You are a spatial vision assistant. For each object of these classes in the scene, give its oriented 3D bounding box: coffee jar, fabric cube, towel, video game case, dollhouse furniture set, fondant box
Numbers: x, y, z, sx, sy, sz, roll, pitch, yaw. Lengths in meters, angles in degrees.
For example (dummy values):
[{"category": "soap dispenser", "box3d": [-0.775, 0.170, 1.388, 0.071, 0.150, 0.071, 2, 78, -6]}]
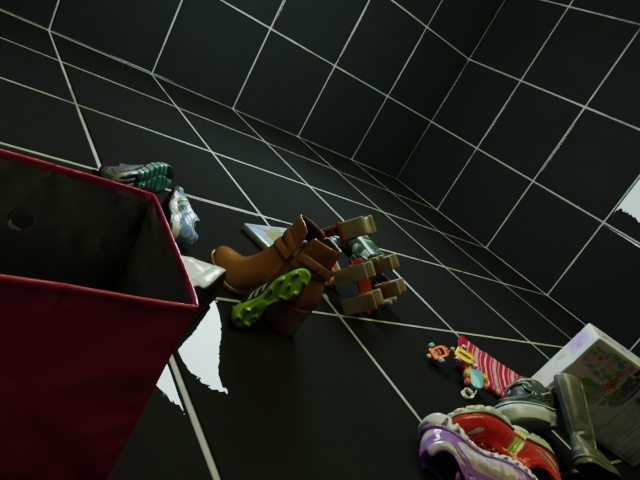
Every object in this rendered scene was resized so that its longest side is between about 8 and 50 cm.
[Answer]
[{"category": "coffee jar", "box3d": [0.143, 0.032, 1.700, 0.096, 0.079, 0.184, 14, 24, -35]}, {"category": "fabric cube", "box3d": [-0.324, 0.077, 0.546, 0.259, 0.258, 0.254, 17, 23, -37]}, {"category": "towel", "box3d": [0.493, 0.379, 1.393, 0.274, 0.031, 0.199, 33, 19, 8]}, {"category": "video game case", "box3d": [-0.094, 0.019, 1.453, 0.193, 0.023, 0.212, 41, 21, 32]}, {"category": "dollhouse furniture set", "box3d": [0.106, 0.071, 1.382, 0.262, 0.135, 0.259, -10, 83, -64]}, {"category": "fondant box", "box3d": [0.780, 0.415, 1.355, 0.330, 0.238, 0.096, 35, 22, -1]}]

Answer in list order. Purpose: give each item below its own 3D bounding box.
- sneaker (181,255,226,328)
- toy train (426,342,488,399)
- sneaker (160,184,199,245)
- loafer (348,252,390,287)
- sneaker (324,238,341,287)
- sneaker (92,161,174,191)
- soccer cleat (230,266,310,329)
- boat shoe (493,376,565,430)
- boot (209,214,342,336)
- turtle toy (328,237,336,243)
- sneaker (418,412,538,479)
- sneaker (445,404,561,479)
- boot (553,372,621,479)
[{"category": "sneaker", "box3d": [-0.267, 0.090, 0.882, 0.123, 0.106, 0.290, 24, 8, 2]}, {"category": "toy train", "box3d": [0.343, 0.328, 1.279, 0.125, 0.046, 0.166, -14, 51, -28]}, {"category": "sneaker", "box3d": [-0.337, -0.056, 1.203, 0.081, 0.080, 0.211, 27, 26, -30]}, {"category": "loafer", "box3d": [0.154, 0.105, 1.575, 0.170, 0.062, 0.061, 45, 1, 31]}, {"category": "sneaker", "box3d": [0.008, 0.048, 1.402, 0.067, 0.064, 0.175, 14, 42, -51]}, {"category": "sneaker", "box3d": [-0.471, -0.176, 1.297, 0.098, 0.083, 0.223, 29, 18, 13]}, {"category": "soccer cleat", "box3d": [-0.101, 0.101, 0.985, 0.060, 0.179, 0.072, 55, 0, -29]}, {"category": "boat shoe", "box3d": [0.472, 0.380, 1.171, 0.335, 0.121, 0.119, 25, 46, -47]}, {"category": "boot", "box3d": [-0.100, 0.036, 1.069, 0.283, 0.220, 0.109, 41, 21, 30]}, {"category": "turtle toy", "box3d": [0.000, 0.000, 1.581, 0.095, 0.066, 0.130, 39, 20, 26]}, {"category": "sneaker", "box3d": [0.266, 0.407, 0.872, 0.236, 0.095, 0.104, 30, 24, 16]}, {"category": "sneaker", "box3d": [0.353, 0.411, 0.973, 0.279, 0.107, 0.118, 24, 28, -11]}, {"category": "boot", "box3d": [0.611, 0.437, 1.175, 0.189, 0.076, 0.209, 45, 30, -33]}]
